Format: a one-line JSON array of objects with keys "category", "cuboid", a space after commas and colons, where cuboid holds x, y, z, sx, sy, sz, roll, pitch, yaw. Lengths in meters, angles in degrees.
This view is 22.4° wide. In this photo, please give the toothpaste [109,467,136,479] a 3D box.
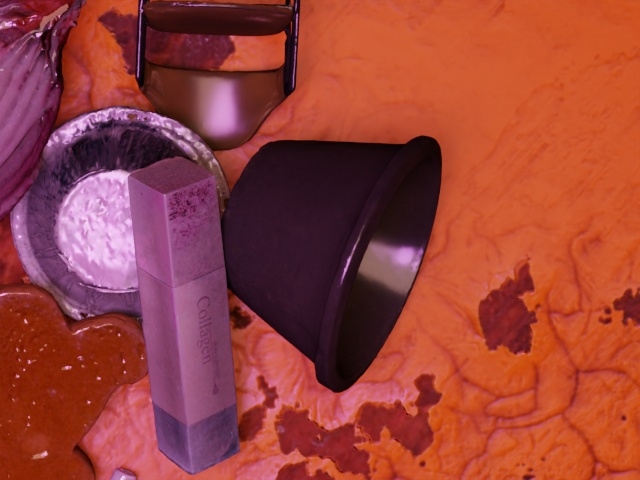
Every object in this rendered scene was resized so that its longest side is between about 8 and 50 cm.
[{"category": "toothpaste", "cuboid": [-0.243, 0.340, 1.682, 0.052, 0.033, 0.218, 23, 94, 0]}]

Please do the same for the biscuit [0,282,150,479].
[{"category": "biscuit", "cuboid": [-0.317, 0.195, 1.636, 0.205, 0.049, 0.324, 22, 100, -21]}]

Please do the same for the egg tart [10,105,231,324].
[{"category": "egg tart", "cuboid": [-0.201, -0.019, 1.633, 0.234, 0.094, 0.234, 0, 100, 0]}]

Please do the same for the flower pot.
[{"category": "flower pot", "cuboid": [0.000, 0.000, 1.608, 0.166, 0.269, 0.269, 21, 89, 18]}]

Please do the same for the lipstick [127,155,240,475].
[{"category": "lipstick", "cuboid": [-0.133, 0.077, 1.590, 0.066, 0.068, 0.317, -23, 124, -32]}]

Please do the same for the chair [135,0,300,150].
[{"category": "chair", "cuboid": [-0.103, -0.225, 1.623, 0.158, 0.172, 0.247, 3, 84, -5]}]

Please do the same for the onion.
[{"category": "onion", "cuboid": [-0.359, -0.127, 1.599, 0.348, 0.159, 0.267, -33, 74, -12]}]
